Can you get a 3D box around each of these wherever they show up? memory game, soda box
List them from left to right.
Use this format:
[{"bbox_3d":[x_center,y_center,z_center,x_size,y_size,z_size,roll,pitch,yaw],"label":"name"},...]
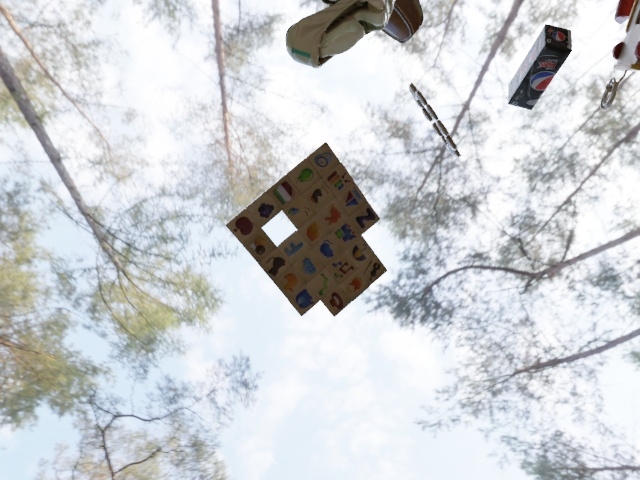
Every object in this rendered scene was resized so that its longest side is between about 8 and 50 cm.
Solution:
[{"bbox_3d":[0.231,-0.243,1.282,0.012,0.186,0.186,-35,-103,10],"label":"memory game"},{"bbox_3d":[0.419,-0.330,1.214,0.053,0.169,0.060,12,-119,-3],"label":"soda box"}]

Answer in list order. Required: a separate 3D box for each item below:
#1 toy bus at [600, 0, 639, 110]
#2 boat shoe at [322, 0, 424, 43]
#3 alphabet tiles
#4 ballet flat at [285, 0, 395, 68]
[{"bbox_3d":[0.474,-0.293,0.847,0.104,0.202,0.191,14,-119,3],"label":"toy bus"},{"bbox_3d":[0.042,-0.475,1.144,0.324,0.122,0.120,41,-110,-10],"label":"boat shoe"},{"bbox_3d":[0.000,0.000,0.984,0.198,0.009,0.237,-41,-67,-8],"label":"alphabet tiles"},{"bbox_3d":[0.056,-0.345,0.995,0.248,0.086,0.086,-39,-101,-22],"label":"ballet flat"}]
